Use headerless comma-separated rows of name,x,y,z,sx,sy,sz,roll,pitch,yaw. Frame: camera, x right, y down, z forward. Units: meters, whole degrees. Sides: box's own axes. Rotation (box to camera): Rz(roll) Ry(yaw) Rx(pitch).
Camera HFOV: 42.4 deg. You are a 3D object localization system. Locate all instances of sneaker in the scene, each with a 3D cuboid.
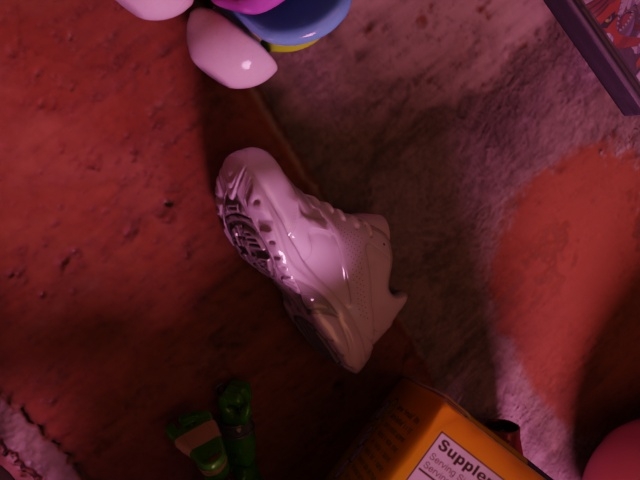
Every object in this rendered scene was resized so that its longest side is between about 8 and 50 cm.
sneaker,0.000,0.000,0.692,0.115,0.090,0.232,-45,128,-18

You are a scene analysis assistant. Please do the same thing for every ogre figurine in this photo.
ogre figurine,-0.088,0.225,0.669,0.097,0.197,0.118,-11,129,3

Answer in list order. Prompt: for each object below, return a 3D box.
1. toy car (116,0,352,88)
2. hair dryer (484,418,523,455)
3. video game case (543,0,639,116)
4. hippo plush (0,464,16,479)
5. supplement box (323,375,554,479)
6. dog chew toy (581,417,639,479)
toy car,-0.050,-0.202,0.570,0.182,0.136,0.159,37,85,-30
hair dryer,0.120,0.310,0.833,0.223,0.080,0.293,42,82,-29
video game case,0.297,-0.298,0.758,0.248,0.035,0.275,-45,108,-10
hippo plush,-0.264,0.256,0.518,0.234,0.294,0.236,40,75,-52
supplement box,0.055,0.319,0.700,0.194,0.195,0.356,39,84,-1
dog chew toy,0.451,0.258,0.932,0.332,0.207,0.206,-28,115,-27
